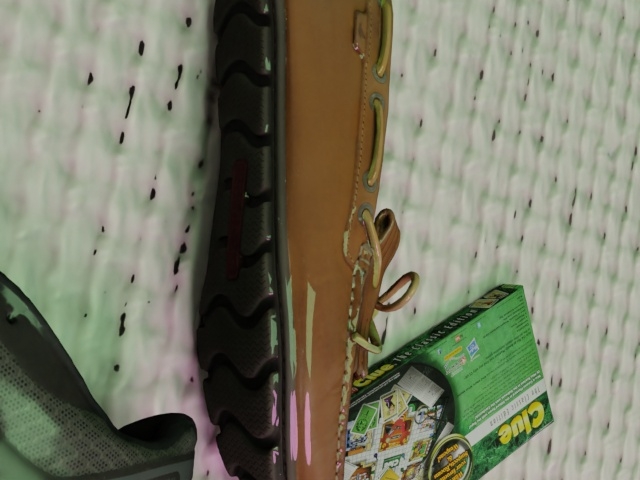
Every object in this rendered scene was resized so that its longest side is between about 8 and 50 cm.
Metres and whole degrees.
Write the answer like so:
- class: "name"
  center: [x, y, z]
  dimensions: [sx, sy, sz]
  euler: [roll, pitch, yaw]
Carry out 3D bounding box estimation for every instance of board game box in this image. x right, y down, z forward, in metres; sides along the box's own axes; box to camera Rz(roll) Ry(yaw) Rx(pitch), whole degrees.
- class: "board game box"
  center: [0.090, 0.148, 0.875]
  dimensions: [0.259, 0.030, 0.136]
  euler: [-27, 107, -35]

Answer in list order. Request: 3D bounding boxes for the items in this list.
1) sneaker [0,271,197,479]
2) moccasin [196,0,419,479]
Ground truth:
- class: "sneaker"
  center: [-0.252, 0.081, 0.523]
  dimensions: [0.482, 0.185, 0.202]
  euler: [36, 53, -39]
- class: "moccasin"
  center: [-0.002, 0.000, 0.730]
  dimensions: [0.146, 0.139, 0.380]
  euler: [4, 82, -31]
